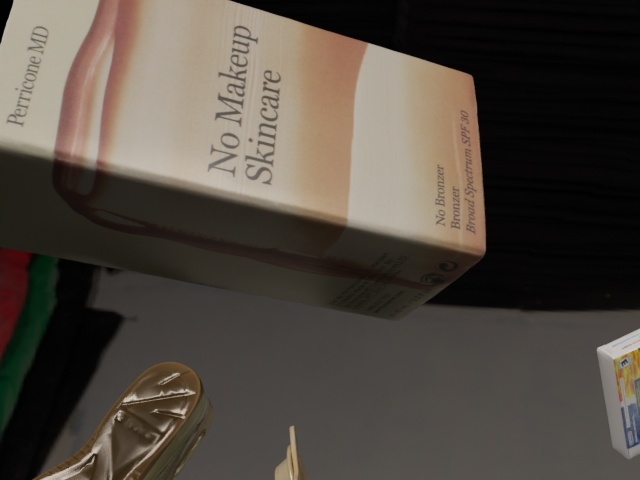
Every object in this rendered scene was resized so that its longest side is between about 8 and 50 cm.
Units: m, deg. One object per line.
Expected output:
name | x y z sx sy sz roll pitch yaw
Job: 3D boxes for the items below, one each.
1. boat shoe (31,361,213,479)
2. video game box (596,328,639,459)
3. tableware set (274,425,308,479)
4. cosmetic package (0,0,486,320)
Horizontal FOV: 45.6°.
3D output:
boat shoe | -0.219 0.261 0.761 0.302 0.109 0.098 -49 -31 -24
video game box | 0.552 0.231 1.238 0.048 0.187 0.205 37 148 63
tableware set | -0.002 0.211 0.470 0.141 0.020 0.169 -101 -6 -56
cosmetic package | -0.054 -0.057 0.497 0.129 0.296 0.153 130 146 -57
